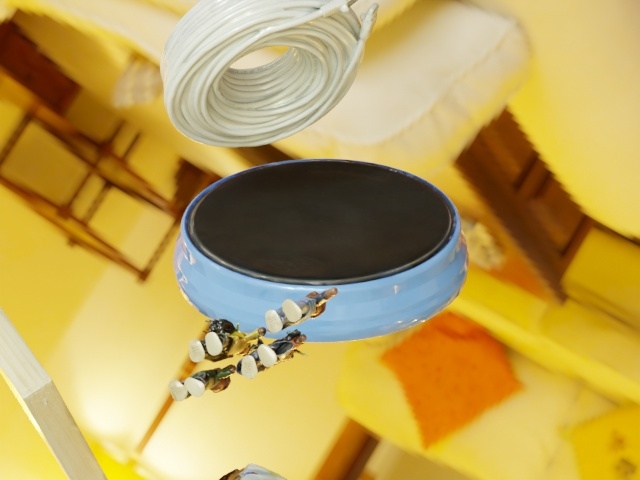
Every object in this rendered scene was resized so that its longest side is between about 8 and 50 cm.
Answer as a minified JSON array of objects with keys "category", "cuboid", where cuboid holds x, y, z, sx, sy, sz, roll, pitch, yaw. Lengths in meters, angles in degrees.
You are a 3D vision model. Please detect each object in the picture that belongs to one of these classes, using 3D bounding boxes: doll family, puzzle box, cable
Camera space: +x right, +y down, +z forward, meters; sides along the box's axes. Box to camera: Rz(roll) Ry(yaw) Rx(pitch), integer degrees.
[{"category":"doll family","cuboid":[-0.064,0.102,1.585,0.193,0.076,0.111,-18,173,18]},{"category":"puzzle box","cuboid":[-0.470,0.193,2.462,0.409,0.052,0.272,46,162,42]},{"category":"cable","cuboid":[-0.073,-0.221,1.944,0.257,0.257,0.089,105,149,-53]}]

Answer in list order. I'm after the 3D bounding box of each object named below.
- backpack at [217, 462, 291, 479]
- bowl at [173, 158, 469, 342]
[{"category":"backpack","cuboid":[-0.077,0.375,1.612,0.273,0.290,0.355,22,-171,-14]},{"category":"bowl","cuboid":[0.000,0.000,2.087,0.391,0.391,0.077,24,127,39]}]
